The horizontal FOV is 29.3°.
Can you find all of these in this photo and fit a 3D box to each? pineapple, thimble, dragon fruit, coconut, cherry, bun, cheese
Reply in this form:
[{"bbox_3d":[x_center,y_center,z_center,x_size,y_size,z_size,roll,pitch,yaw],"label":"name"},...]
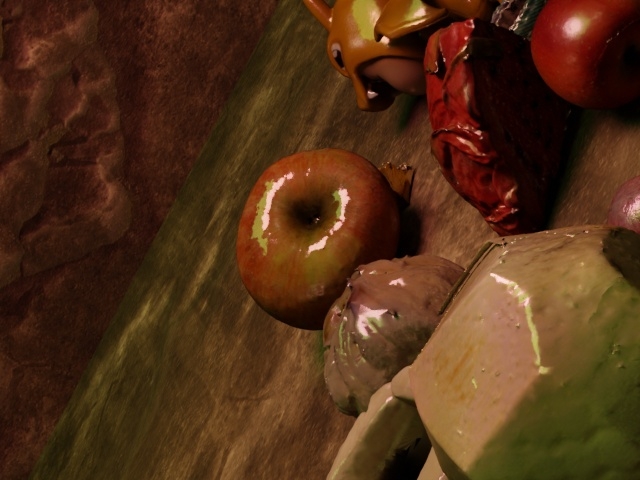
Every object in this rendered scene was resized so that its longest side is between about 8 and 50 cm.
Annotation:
[{"bbox_3d":[0.139,-0.103,2.201,0.077,0.114,0.114,13,54,32],"label":"pineapple"},{"bbox_3d":[0.339,-0.350,1.965,0.135,0.090,0.118,-60,23,1],"label":"thimble"},{"bbox_3d":[0.272,-0.161,1.764,0.240,0.302,0.330,-17,70,20],"label":"dragon fruit"},{"bbox_3d":[0.257,0.147,1.226,0.352,0.352,0.353,-50,24,32],"label":"coconut"},{"bbox_3d":[0.372,-0.010,1.478,0.225,0.090,0.107,133,144,-57],"label":"cherry"},{"bbox_3d":[0.108,0.137,1.751,0.281,0.204,0.282,-47,27,33],"label":"bun"},{"bbox_3d":[0.135,0.311,1.545,0.332,0.153,0.292,-59,21,8],"label":"cheese"}]

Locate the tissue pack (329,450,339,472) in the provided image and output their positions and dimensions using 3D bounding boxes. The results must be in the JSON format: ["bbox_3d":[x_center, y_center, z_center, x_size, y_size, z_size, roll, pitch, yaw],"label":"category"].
[{"bbox_3d":[0.063,0.369,1.775,0.155,0.065,0.116,-11,56,63],"label":"tissue pack"}]

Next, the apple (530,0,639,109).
[{"bbox_3d":[0.374,-0.270,1.644,0.168,0.181,0.181,45,109,42],"label":"apple"}]

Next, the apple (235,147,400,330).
[{"bbox_3d":[0.000,0.000,2.108,0.309,0.277,0.250,-47,-21,-3],"label":"apple"}]

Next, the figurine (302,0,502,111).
[{"bbox_3d":[0.176,-0.447,2.231,0.387,0.268,0.401,-25,51,38],"label":"figurine"}]
